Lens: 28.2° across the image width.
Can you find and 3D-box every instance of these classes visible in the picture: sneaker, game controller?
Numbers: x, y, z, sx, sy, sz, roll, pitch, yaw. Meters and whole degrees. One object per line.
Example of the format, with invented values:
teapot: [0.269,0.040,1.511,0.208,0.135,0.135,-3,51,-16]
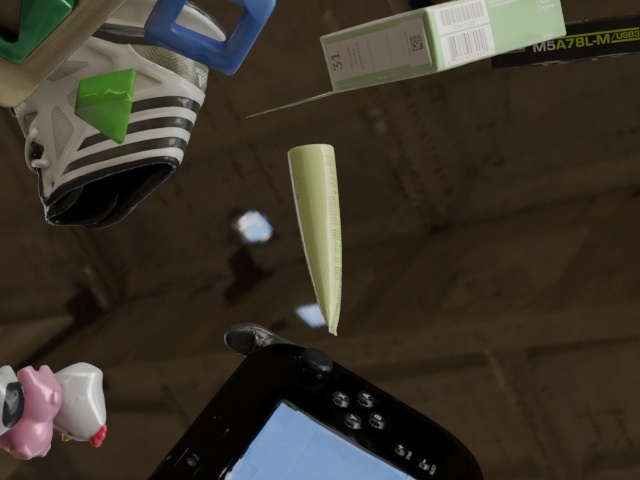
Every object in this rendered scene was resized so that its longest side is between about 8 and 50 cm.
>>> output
sneaker: [-0.337,-0.155,1.464,0.447,0.258,0.169,6,-15,29]
sneaker: [-0.058,0.178,1.877,0.170,0.089,0.051,22,-74,-22]
game controller: [-0.012,0.160,0.665,0.166,0.319,0.067,22,-63,9]

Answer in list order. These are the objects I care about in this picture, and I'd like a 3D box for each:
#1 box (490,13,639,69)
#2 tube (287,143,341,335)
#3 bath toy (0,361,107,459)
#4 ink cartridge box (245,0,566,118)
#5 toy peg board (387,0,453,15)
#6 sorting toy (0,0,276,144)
box: [0.279,-0.213,1.361,0.184,0.190,0.045,-3,-82,14]
tube: [0.000,0.000,1.609,0.062,0.070,0.240,-15,-100,46]
bath toy: [-0.431,0.261,1.837,0.151,0.348,0.129,-37,-107,22]
ink cartridge box: [0.063,-0.162,1.076,0.235,0.171,0.056,-4,-76,47]
toy peg board: [0.140,-0.256,1.224,0.160,0.079,0.161,-27,-51,11]
sorting toy: [-0.189,-0.170,0.695,0.347,0.047,0.196,34,-56,-28]
